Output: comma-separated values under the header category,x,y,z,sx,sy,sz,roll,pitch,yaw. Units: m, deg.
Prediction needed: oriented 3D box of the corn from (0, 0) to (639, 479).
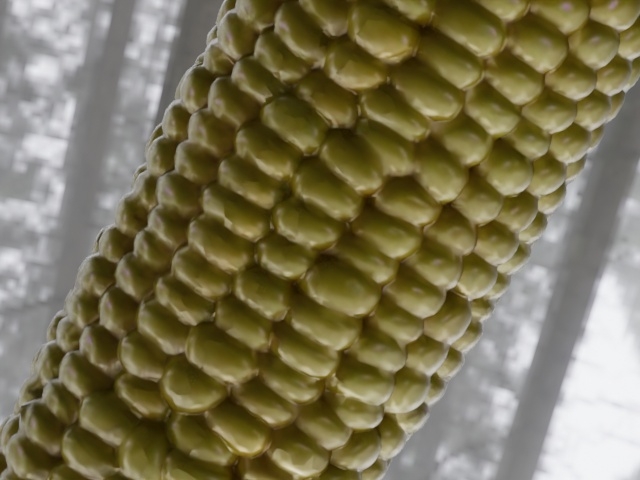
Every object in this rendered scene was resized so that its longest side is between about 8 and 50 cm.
category,x,y,z,sx,sy,sz,roll,pitch,yaw
corn,0.000,0.000,0.484,0.101,0.310,0.101,27,-171,-5
